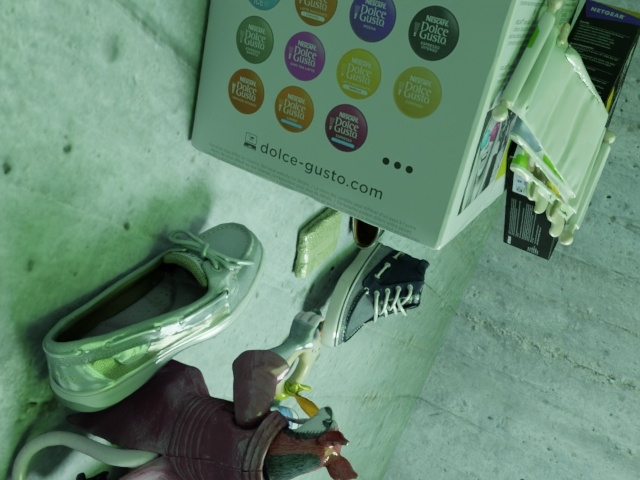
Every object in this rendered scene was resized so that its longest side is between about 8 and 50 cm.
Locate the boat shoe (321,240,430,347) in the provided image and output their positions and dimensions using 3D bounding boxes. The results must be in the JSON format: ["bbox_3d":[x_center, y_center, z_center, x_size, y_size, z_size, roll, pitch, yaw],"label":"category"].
[{"bbox_3d":[0.125,0.117,1.462,0.340,0.158,0.127,-56,157,-51],"label":"boat shoe"}]

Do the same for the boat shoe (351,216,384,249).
[{"bbox_3d":[0.103,-0.078,1.379,0.079,0.084,0.233,-50,156,-37],"label":"boat shoe"}]

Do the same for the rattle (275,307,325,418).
[{"bbox_3d":[-0.004,0.244,1.387,0.199,0.142,0.130,-44,131,-32],"label":"rattle"}]

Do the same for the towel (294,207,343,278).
[{"bbox_3d":[0.000,0.000,1.293,0.148,0.027,0.110,-38,144,-51],"label":"towel"}]

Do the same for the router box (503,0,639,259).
[{"bbox_3d":[0.344,-0.137,0.977,0.243,0.081,0.309,-61,159,-13],"label":"router box"}]

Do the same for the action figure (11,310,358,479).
[{"bbox_3d":[-0.130,0.214,0.776,0.275,0.370,0.248,0,84,-53],"label":"action figure"}]

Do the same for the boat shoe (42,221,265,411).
[{"bbox_3d":[-0.181,0.065,0.822,0.320,0.118,0.103,-38,146,-38],"label":"boat shoe"}]

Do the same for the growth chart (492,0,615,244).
[{"bbox_3d":[0.255,-0.114,0.744,0.237,0.021,0.172,45,71,-40],"label":"growth chart"}]

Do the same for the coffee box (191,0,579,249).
[{"bbox_3d":[0.094,-0.240,0.849,0.338,0.337,0.334,-29,138,-57],"label":"coffee box"}]

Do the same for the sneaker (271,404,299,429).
[{"bbox_3d":[-0.115,0.426,1.397,0.211,0.080,0.081,-69,154,-22],"label":"sneaker"}]
